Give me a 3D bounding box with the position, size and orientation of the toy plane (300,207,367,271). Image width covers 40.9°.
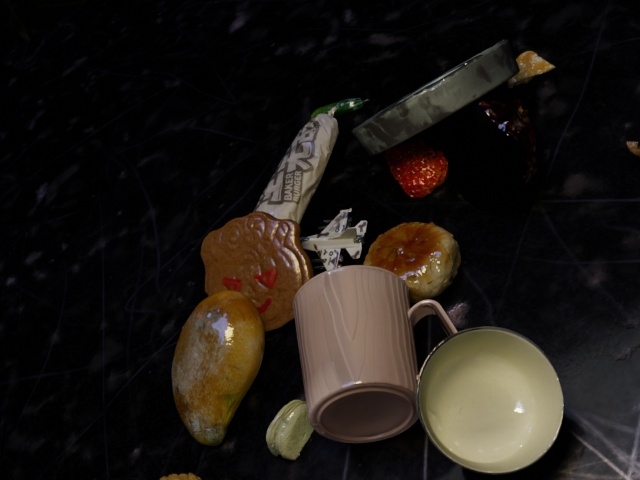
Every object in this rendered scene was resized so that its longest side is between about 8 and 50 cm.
[{"bbox_3d":[0.014,0.006,1.885,0.234,0.082,0.160,-12,56,43],"label":"toy plane"}]

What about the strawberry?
[{"bbox_3d":[0.202,-0.174,1.916,0.121,0.082,0.188,-45,47,-6],"label":"strawberry"}]

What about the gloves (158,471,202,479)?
[{"bbox_3d":[-0.198,0.538,1.454,0.356,0.155,0.203,29,104,46],"label":"gloves"}]

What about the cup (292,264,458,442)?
[{"bbox_3d":[0.099,0.208,1.576,0.288,0.208,0.273,6,46,-12],"label":"cup"}]

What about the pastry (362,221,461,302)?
[{"bbox_3d":[0.177,0.045,1.717,0.192,0.093,0.182,2,49,34],"label":"pastry"}]

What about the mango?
[{"bbox_3d":[-0.211,0.256,1.751,0.192,0.146,0.316,0,73,32],"label":"mango"}]

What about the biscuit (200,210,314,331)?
[{"bbox_3d":[-0.140,0.069,1.841,0.273,0.049,0.257,-13,82,28],"label":"biscuit"}]

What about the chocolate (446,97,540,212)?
[{"bbox_3d":[0.393,-0.197,1.759,0.177,0.224,0.206,-28,37,-28],"label":"chocolate"}]

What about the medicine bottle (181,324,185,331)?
[{"bbox_3d":[-0.282,0.228,1.878,0.052,0.052,0.089,-16,46,20],"label":"medicine bottle"}]

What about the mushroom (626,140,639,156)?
[{"bbox_3d":[0.676,-0.198,1.644,0.170,0.080,0.135,-12,37,18],"label":"mushroom"}]

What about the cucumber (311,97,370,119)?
[{"bbox_3d":[0.046,-0.334,2.183,0.168,0.039,0.039,-11,48,26],"label":"cucumber"}]

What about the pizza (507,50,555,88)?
[{"bbox_3d":[0.486,-0.388,1.969,0.108,0.026,0.123,10,56,34],"label":"pizza"}]

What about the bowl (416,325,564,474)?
[{"bbox_3d":[0.268,0.270,1.414,0.237,0.126,0.238,1,71,-2],"label":"bowl"}]

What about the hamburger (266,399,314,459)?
[{"bbox_3d":[-0.055,0.346,1.610,0.054,0.084,0.121,22,65,44],"label":"hamburger"}]

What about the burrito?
[{"bbox_3d":[-0.051,-0.155,2.016,0.139,0.101,0.445,-27,30,48],"label":"burrito"}]

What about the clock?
[{"bbox_3d":[0.249,-0.305,1.857,0.386,0.076,0.386,-31,6,4],"label":"clock"}]
